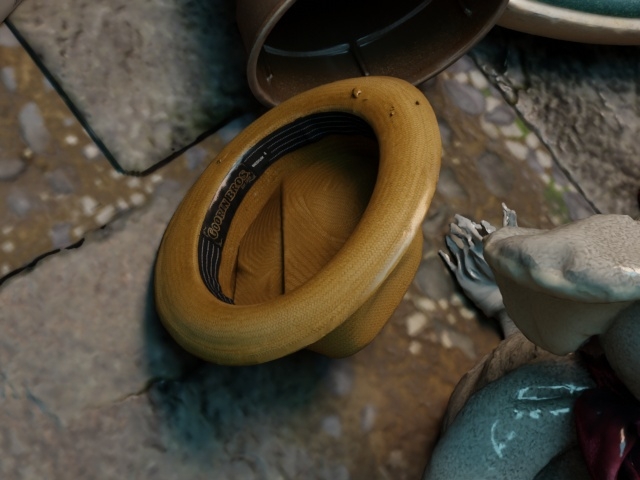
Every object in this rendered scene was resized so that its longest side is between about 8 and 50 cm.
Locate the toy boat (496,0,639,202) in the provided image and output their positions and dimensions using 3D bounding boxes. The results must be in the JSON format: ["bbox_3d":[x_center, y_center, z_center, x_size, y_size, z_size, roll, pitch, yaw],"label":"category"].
[{"bbox_3d":[0.221,-0.168,0.856,0.268,0.148,0.318,-9,70,-23],"label":"toy boat"}]

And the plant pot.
[{"bbox_3d":[0.005,-0.187,0.791,0.167,0.167,0.165,-13,64,-24],"label":"plant pot"}]

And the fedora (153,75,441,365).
[{"bbox_3d":[0.000,0.000,0.721,0.079,0.194,0.194,48,54,-36],"label":"fedora"}]

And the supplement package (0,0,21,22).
[{"bbox_3d":[-0.231,-0.229,0.719,0.203,0.149,0.194,36,61,-2],"label":"supplement package"}]

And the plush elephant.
[{"bbox_3d":[0.182,0.089,0.667,0.272,0.255,0.330,-11,71,-24],"label":"plush elephant"}]
